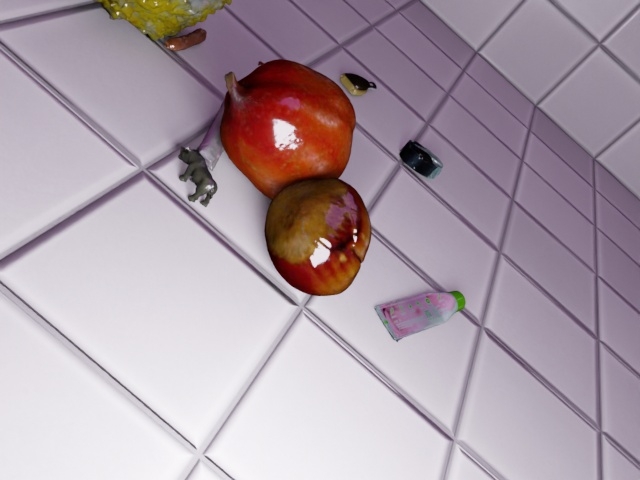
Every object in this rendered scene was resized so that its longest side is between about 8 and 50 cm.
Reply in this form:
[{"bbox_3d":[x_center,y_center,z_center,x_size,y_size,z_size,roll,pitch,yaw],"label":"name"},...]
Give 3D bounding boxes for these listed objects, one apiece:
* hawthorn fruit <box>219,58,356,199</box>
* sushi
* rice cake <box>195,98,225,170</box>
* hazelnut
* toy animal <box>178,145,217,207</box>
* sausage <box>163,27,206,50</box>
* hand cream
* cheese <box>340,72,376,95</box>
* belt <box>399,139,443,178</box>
[{"bbox_3d":[-0.067,-0.227,1.366,0.295,0.295,0.311,50,16,10],"label":"hawthorn fruit"},{"bbox_3d":[-0.388,-0.671,1.481,0.351,0.240,0.397,-21,92,-58],"label":"sushi"},{"bbox_3d":[-0.221,-0.239,1.426,0.055,0.049,0.270,21,38,-6],"label":"rice cake"},{"bbox_3d":[0.000,0.000,1.273,0.229,0.229,0.229,27,37,-22],"label":"hazelnut"},{"bbox_3d":[-0.243,-0.135,1.276,0.047,0.065,0.136,2,50,-45],"label":"toy animal"},{"bbox_3d":[-0.329,-0.494,1.609,0.158,0.042,0.036,-49,130,-54],"label":"sausage"},{"bbox_3d":[0.231,0.161,1.461,0.275,0.050,0.079,-10,34,-44],"label":"hand cream"},{"bbox_3d":[0.130,-0.497,2.077,0.086,0.036,0.162,51,34,17],"label":"cheese"},{"bbox_3d":[0.300,-0.240,1.952,0.140,0.058,0.105,34,29,-7],"label":"belt"}]
